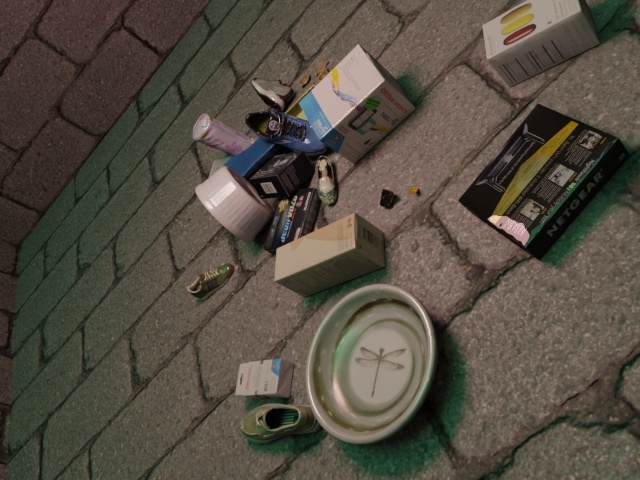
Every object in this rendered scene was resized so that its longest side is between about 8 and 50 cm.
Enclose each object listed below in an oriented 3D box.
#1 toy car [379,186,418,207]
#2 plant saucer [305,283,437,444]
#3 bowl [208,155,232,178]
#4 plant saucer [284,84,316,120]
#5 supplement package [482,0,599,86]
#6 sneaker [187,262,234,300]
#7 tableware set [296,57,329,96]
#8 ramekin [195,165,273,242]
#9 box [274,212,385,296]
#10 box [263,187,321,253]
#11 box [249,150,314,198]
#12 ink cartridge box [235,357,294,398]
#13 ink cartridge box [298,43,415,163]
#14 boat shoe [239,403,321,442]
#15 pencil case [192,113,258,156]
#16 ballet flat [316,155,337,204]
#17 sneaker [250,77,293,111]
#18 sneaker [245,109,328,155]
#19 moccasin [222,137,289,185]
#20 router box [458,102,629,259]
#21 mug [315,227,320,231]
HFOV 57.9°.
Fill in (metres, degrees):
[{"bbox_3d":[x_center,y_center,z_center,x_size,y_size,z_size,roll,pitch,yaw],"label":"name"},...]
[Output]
[{"bbox_3d":[0.232,-0.127,1.690,0.122,0.060,0.040,2,23,29],"label":"toy car"},{"bbox_3d":[0.138,0.311,1.455,0.400,0.100,0.400,-25,50,34],"label":"plant saucer"},{"bbox_3d":[-0.412,-0.292,2.419,0.142,0.053,0.142,-6,62,45],"label":"bowl"},{"bbox_3d":[-0.027,-0.424,2.066,0.188,0.045,0.188,-41,73,21],"label":"plant saucer"},{"bbox_3d":[0.568,-0.536,1.505,0.244,0.134,0.139,-22,52,36],"label":"supplement package"},{"bbox_3d":[-0.411,0.144,2.125,0.192,0.086,0.064,-42,43,19],"label":"sneaker"},{"bbox_3d":[-0.026,-0.632,2.256,0.169,0.020,0.141,-41,43,21],"label":"tableware set"},{"bbox_3d":[-0.295,-0.134,2.043,0.135,0.277,0.277,-43,42,6],"label":"ramekin"},{"bbox_3d":[0.023,0.050,1.698,0.311,0.148,0.121,-23,51,34],"label":"box"},{"bbox_3d":[-0.094,-0.064,1.956,0.175,0.051,0.220,-2,65,45],"label":"box"},{"bbox_3d":[-0.134,-0.228,2.021,0.156,0.093,0.158,0,38,45],"label":"box"},{"bbox_3d":[-0.168,0.417,1.732,0.180,0.060,0.104,-15,57,39],"label":"ink cartridge box"},{"bbox_3d":[0.115,-0.428,1.834,0.270,0.198,0.197,-41,53,21],"label":"ink cartridge box"},{"bbox_3d":[-0.130,0.499,1.617,0.302,0.094,0.109,-23,52,35],"label":"boat shoe"},{"bbox_3d":[-0.364,-0.395,2.268,0.124,0.273,0.113,16,85,56],"label":"pencil case"},{"bbox_3d":[0.015,-0.205,1.913,0.070,0.070,0.188,-32,48,28],"label":"ballet flat"},{"bbox_3d":[-0.196,-0.615,2.375,0.108,0.100,0.271,-44,44,-4],"label":"sneaker"},{"bbox_3d":[-0.119,-0.376,2.002,0.330,0.147,0.129,15,97,21],"label":"sneaker"},{"bbox_3d":[-0.251,-0.280,2.205,0.342,0.117,0.137,-30,60,23],"label":"moccasin"},{"bbox_3d":[0.514,-0.145,1.363,0.309,0.081,0.243,-52,40,9],"label":"router box"},{"bbox_3d":[0.002,0.002,1.826,0.062,0.078,0.064,33,102,18],"label":"mug"}]
